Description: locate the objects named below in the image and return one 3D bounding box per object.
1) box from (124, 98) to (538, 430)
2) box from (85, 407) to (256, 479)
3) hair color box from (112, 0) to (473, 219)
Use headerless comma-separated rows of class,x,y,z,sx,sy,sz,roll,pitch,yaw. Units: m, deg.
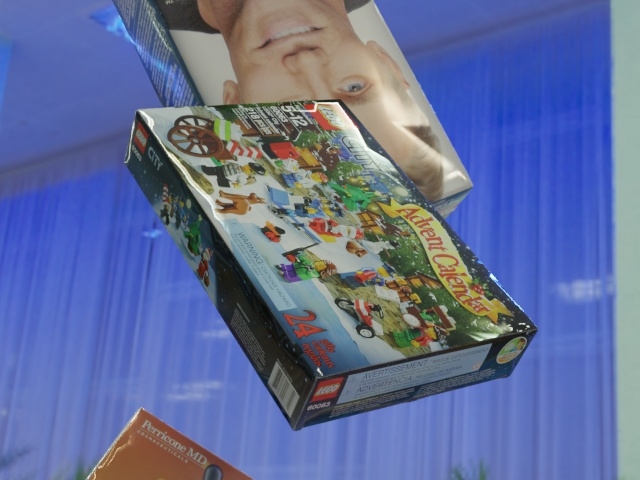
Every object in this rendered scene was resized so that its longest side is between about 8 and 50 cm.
box,0.000,0.000,0.669,0.159,0.233,0.044,-9,-44,-34
box,-0.131,0.233,0.796,0.130,0.170,0.091,31,-45,1
hair color box,-0.040,-0.145,0.882,0.173,0.347,0.105,-22,-14,-21
